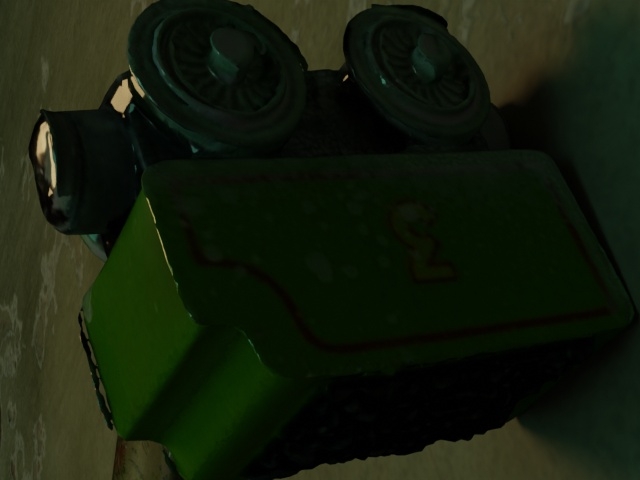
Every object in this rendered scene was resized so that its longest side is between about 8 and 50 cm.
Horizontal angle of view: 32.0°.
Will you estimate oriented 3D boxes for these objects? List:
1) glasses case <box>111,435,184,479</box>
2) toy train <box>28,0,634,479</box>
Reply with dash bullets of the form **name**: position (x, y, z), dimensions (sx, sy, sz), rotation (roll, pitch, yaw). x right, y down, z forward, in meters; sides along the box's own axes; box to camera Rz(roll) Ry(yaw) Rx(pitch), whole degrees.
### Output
- **glasses case**: position (-0.159, 0.286, 1.112), dimensions (0.156, 0.098, 0.425), rotation (-145, 62, -62)
- **toy train**: position (0.000, 0.000, 0.625), dimensions (0.173, 0.307, 0.249), rotation (-51, 52, 47)
